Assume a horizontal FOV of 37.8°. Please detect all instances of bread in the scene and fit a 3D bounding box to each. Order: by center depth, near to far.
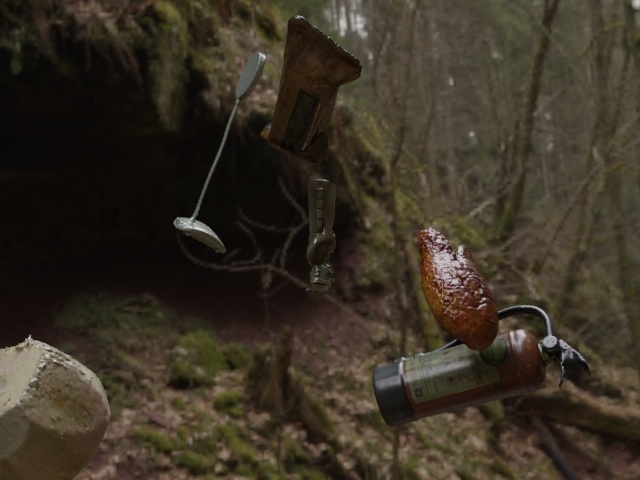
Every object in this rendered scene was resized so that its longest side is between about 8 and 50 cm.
[{"bbox_3d":[0.237,0.074,1.606,0.139,0.269,0.095,30,-53,-28],"label":"bread"}]

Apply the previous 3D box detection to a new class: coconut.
[{"bbox_3d":[-0.553,0.350,1.811,0.297,0.297,0.254,-8,-41,39],"label":"coconut"}]

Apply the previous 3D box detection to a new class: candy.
[{"bbox_3d":[-0.016,-0.240,1.555,0.143,0.101,0.271,30,-40,9],"label":"candy"}]

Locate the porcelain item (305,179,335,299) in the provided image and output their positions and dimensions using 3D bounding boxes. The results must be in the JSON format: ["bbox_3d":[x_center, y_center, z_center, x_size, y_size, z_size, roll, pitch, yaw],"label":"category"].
[{"bbox_3d":[0.000,0.000,1.693,0.054,0.213,0.084,-1,-13,7],"label":"porcelain item"}]

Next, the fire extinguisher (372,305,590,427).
[{"bbox_3d":[0.283,0.211,1.694,0.376,0.200,0.113,-16,-33,15],"label":"fire extinguisher"}]

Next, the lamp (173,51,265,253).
[{"bbox_3d":[-0.085,-0.088,0.926,0.056,0.198,0.050,22,4,-20],"label":"lamp"}]
